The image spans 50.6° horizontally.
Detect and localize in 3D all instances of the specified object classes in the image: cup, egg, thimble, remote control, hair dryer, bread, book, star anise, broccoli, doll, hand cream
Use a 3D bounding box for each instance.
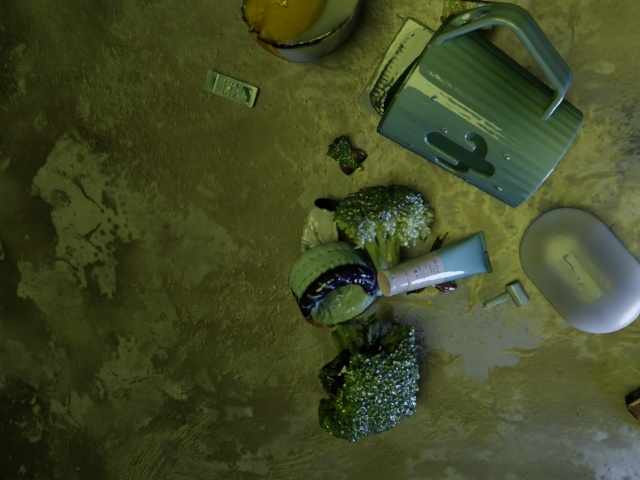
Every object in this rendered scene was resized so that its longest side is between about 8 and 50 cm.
[{"bbox_3d":[0.356,-0.294,1.503,0.392,0.401,0.310,34,83,3],"label":"cup"},{"bbox_3d":[-0.025,-0.579,1.719,0.337,0.201,0.337,-6,72,19],"label":"egg"},{"bbox_3d":[0.041,0.115,1.806,0.237,0.237,0.150,-43,51,22],"label":"thimble"},{"bbox_3d":[-0.254,-0.432,1.925,0.162,0.029,0.061,23,109,10],"label":"remote control"},{"bbox_3d":[0.473,0.157,1.763,0.124,0.038,0.063,-31,88,28],"label":"hair dryer"},{"bbox_3d":[0.361,-0.545,1.617,0.128,0.140,0.069,17,113,22],"label":"bread"},{"bbox_3d":[0.309,-0.363,1.722,0.371,0.043,0.260,35,109,10],"label":"book"},{"bbox_3d":[0.280,0.064,1.800,0.141,0.158,0.144,-9,61,15],"label":"star anise"},{"bbox_3d":[0.127,0.367,1.804,0.277,0.338,0.317,-7,75,-7],"label":"broccoli"},{"bbox_3d":[0.163,-0.026,1.767,0.247,0.263,0.243,7,113,52],"label":"broccoli"},{"bbox_3d":[0.069,-0.226,1.817,0.113,0.077,0.078,46,103,6],"label":"doll"},{"bbox_3d":[0.636,0.073,1.647,0.221,0.103,0.332,-41,85,16],"label":"remote control"},{"bbox_3d":[0.294,0.064,1.719,0.312,0.070,0.111,-14,93,-22],"label":"hand cream"}]

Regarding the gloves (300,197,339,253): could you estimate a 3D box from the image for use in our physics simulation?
[{"bbox_3d":[0.002,-0.004,1.869,0.119,0.097,0.229,18,108,14],"label":"gloves"}]

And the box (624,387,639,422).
[{"bbox_3d":[0.886,0.387,1.632,0.240,0.071,0.159,-41,82,23],"label":"box"}]
